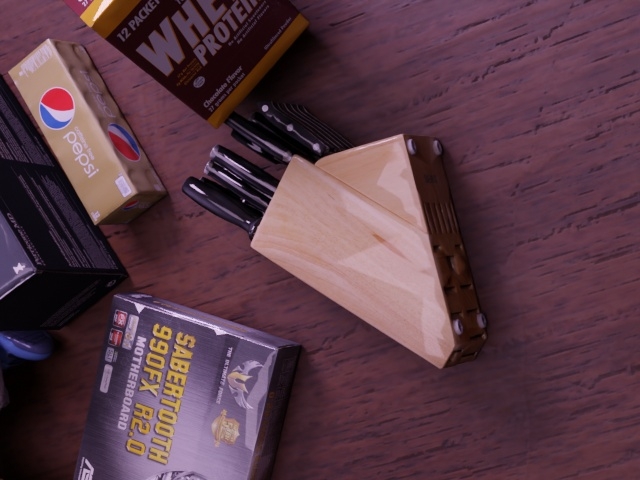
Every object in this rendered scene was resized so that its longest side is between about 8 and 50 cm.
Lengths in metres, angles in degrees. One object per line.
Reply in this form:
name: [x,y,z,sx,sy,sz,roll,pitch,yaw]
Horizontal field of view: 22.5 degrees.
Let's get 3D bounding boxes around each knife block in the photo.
knife block: [0.000,0.000,1.442,0.242,0.088,0.276,-17,85,25]

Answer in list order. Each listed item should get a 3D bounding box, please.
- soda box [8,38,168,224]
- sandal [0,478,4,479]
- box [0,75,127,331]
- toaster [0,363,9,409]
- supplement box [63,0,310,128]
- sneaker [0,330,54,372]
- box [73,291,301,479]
soda box: [-0.225,-0.105,1.556,0.058,0.061,0.181,-35,77,21]
sandal: [-0.265,0.308,1.553,0.265,0.102,0.076,30,73,20]
box: [-0.324,-0.046,1.531,0.103,0.184,0.261,-37,76,12]
toaster: [-0.408,0.134,1.518,0.146,0.227,0.129,-46,39,21]
supplement box: [-0.149,-0.232,1.406,0.129,0.194,0.191,-48,52,3]
sneaker: [-0.326,0.113,1.615,0.144,0.053,0.059,3,97,30]
box: [-0.132,0.183,1.523,0.183,0.056,0.231,17,98,24]
